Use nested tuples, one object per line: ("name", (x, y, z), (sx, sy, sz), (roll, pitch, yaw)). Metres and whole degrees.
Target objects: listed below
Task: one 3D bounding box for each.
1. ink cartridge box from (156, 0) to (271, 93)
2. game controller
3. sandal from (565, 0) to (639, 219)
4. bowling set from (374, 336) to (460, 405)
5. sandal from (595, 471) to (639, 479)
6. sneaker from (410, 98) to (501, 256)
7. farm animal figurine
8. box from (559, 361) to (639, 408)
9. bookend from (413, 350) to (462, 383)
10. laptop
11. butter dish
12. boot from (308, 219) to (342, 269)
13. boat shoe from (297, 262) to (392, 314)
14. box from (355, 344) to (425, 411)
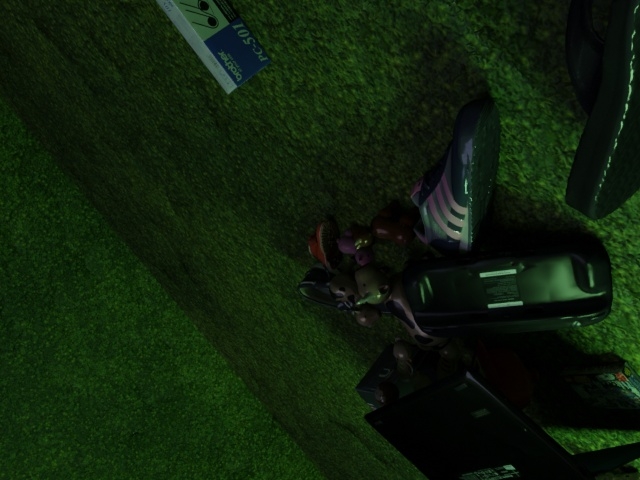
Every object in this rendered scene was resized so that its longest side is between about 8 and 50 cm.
("ink cartridge box", (-0.189, -0.376, 0.965), (0.207, 0.097, 0.046), (52, 151, -17))
("game controller", (0.298, 0.084, 0.885), (0.319, 0.067, 0.166), (-9, 116, 22))
("sandal", (0.298, -0.200, 0.526), (0.107, 0.168, 0.445), (45, 157, 36))
("bowling set", (0.214, 0.286, 1.153), (0.287, 0.200, 0.154), (55, 164, 44))
("sandal", (0.669, 0.523, 1.137), (0.240, 0.088, 0.079), (17, 112, 28))
("sneaker", (0.197, -0.086, 0.848), (0.131, 0.112, 0.319), (24, 145, 27))
("farm animal figurine", (0.143, 0.101, 1.103), (0.327, 0.172, 0.330), (37, 151, 9))
("box", (0.525, 0.268, 0.997), (0.094, 0.027, 0.137), (47, 152, -4))
("bookend", (0.325, 0.321, 1.279), (0.157, 0.072, 0.156), (44, 151, 0))
("laptop", (0.370, 0.357, 1.047), (0.408, 0.236, 0.382), (42, 143, 3))
("butter dish", (0.389, 0.286, 1.116), (0.160, 0.118, 0.160), (75, 179, -55))
("boot", (0.000, 0.000, 1.279), (0.085, 0.059, 0.158), (33, 152, 28))
("boat shoe", (0.070, 0.138, 1.336), (0.303, 0.091, 0.114), (10, 137, 46))
("box", (0.251, 0.425, 1.417), (0.270, 0.165, 0.143), (51, 151, -14))
